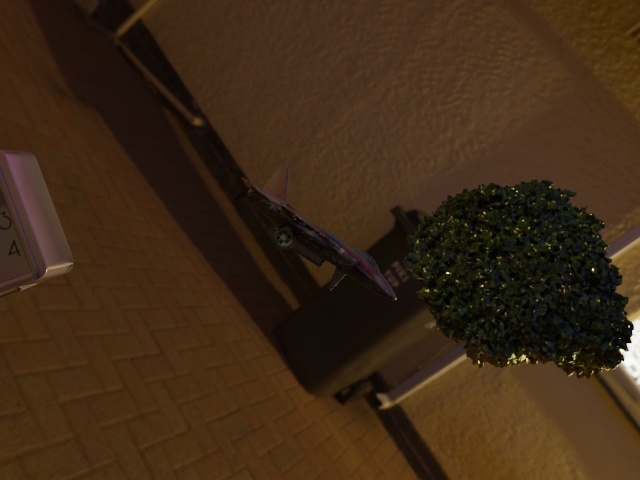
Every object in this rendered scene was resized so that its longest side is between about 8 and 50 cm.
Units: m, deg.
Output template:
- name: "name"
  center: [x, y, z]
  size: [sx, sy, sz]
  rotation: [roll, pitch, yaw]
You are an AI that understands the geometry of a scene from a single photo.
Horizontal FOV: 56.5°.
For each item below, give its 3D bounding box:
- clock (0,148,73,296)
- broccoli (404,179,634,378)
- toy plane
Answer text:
- name: "clock"
  center: [-0.394, -0.001, 0.655]
  size: [0.063, 0.197, 0.150]
  rotation: [-47, 119, -84]
- name: "broccoli"
  center: [0.194, 0.050, 0.575]
  size: [0.220, 0.194, 0.194]
  rotation: [45, 4, 38]
- name: "toy plane"
  center: [-0.005, 0.005, 0.996]
  size: [0.326, 0.104, 0.223]
  rotation: [46, -3, -6]
